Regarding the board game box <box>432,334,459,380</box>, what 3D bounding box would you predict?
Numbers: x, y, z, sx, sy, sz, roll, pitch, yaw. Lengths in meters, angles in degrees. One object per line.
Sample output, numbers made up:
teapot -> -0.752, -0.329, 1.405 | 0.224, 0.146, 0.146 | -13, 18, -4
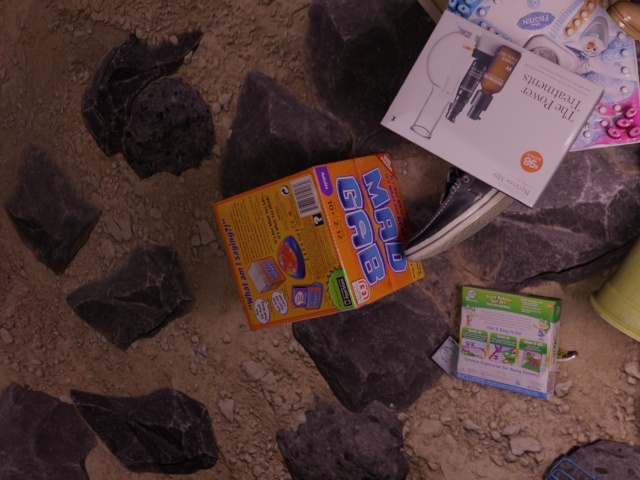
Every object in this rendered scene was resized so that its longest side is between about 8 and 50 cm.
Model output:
board game box -> 0.359, 0.315, 2.114 | 0.090, 0.020, 0.090 | 45, 121, 19

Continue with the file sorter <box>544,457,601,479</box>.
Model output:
file sorter -> 0.598, 0.648, 1.963 | 0.104, 0.118, 0.170 | 36, 119, 27

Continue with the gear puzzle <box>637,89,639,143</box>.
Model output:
gear puzzle -> 0.784, -0.168, 1.692 | 0.176, 0.044, 0.338 | -2, 102, 34

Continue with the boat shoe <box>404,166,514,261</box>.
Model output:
boat shoe -> 0.377, -0.131, 1.903 | 0.500, 0.187, 0.156 | -46, 72, 27

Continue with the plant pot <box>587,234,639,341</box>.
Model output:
plant pot -> 0.743, 0.071, 1.638 | 0.276, 0.276, 0.253 | 30, 111, 27

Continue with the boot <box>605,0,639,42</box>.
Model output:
boot -> 0.734, -0.509, 1.555 | 0.269, 0.236, 0.089 | -54, 35, 34

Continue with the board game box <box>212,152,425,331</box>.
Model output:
board game box -> 0.000, 0.000, 2.086 | 0.356, 0.356, 0.356 | -16, 92, 37

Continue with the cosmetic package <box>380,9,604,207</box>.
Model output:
cosmetic package -> 0.363, -0.280, 1.688 | 0.377, 0.097, 0.284 | 31, 100, 16

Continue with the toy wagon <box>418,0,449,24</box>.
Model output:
toy wagon -> 0.382, -0.651, 1.845 | 0.344, 0.068, 0.267 | -43, 75, 33

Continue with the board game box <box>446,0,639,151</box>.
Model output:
board game box -> 0.486, -0.384, 1.727 | 0.390, 0.050, 0.389 | -6, 86, 17

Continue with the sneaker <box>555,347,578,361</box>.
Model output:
sneaker -> 0.591, 0.279, 1.934 | 0.083, 0.031, 0.035 | -19, 89, 37

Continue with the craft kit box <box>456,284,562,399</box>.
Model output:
craft kit box -> 0.469, 0.250, 1.978 | 0.250, 0.061, 0.246 | 9, 102, 37
